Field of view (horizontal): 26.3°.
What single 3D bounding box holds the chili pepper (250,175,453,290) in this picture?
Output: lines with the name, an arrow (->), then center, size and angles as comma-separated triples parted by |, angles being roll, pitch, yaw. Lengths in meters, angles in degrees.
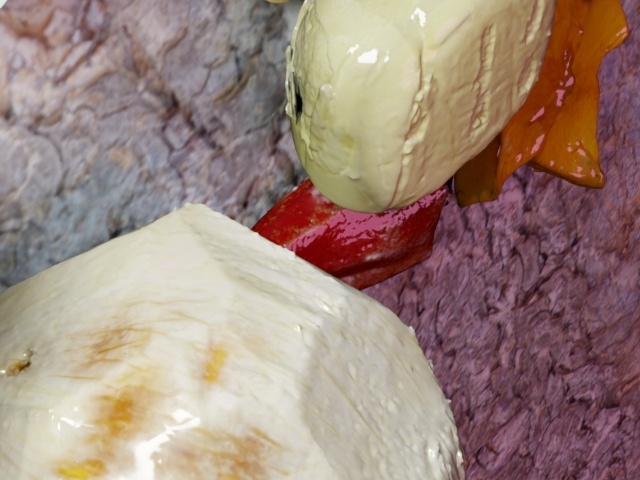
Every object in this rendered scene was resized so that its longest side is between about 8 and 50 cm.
chili pepper -> 0.000, 0.000, 1.271 | 0.252, 0.136, 0.144 | -30, -175, -25

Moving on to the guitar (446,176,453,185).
guitar -> 0.107, -0.134, 1.355 | 0.084, 0.038, 0.271 | -35, 142, -37

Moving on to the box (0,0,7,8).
box -> -0.188, -0.264, 0.676 | 0.290, 0.166, 0.220 | -53, 149, -10

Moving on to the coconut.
coconut -> -0.108, 0.176, 1.005 | 0.415, 0.415, 0.345 | -15, 139, -50

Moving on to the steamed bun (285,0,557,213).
steamed bun -> 0.076, -0.173, 1.135 | 0.273, 0.166, 0.232 | -44, 152, -20

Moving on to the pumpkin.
pumpkin -> 0.248, -0.179, 1.469 | 0.258, 0.095, 0.290 | -14, 124, -47

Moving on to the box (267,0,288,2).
box -> -0.032, -0.237, 1.061 | 0.105, 0.037, 0.105 | -36, 142, -34
